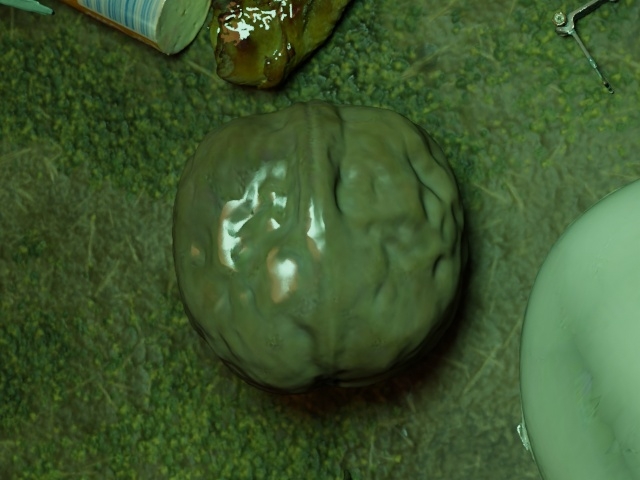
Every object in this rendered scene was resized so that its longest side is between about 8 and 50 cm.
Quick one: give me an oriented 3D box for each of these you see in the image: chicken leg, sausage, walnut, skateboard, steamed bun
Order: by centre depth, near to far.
[{"bbox_3d":[0.320,0.120,1.358,0.334,0.334,0.374,-28,73,19],"label":"steamed bun"},{"bbox_3d":[-0.003,0.001,1.563,0.273,0.227,0.273,-6,76,26],"label":"walnut"},{"bbox_3d":[0.250,-0.175,1.580,0.064,0.032,0.083,-29,70,8],"label":"skateboard"},{"bbox_3d":[0.000,-0.235,1.676,0.251,0.087,0.107,-32,93,11],"label":"chicken leg"},{"bbox_3d":[-0.253,-0.285,1.784,0.312,0.093,0.093,27,95,25],"label":"sausage"}]

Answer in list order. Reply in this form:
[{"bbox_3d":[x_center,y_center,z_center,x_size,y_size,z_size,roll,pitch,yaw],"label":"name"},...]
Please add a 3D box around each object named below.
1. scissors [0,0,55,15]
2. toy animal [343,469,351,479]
[{"bbox_3d":[-0.364,-0.264,1.812,0.247,0.017,0.144,3,113,39],"label":"scissors"},{"bbox_3d":[-0.044,0.285,1.608,0.160,0.272,0.197,-17,39,39],"label":"toy animal"}]
